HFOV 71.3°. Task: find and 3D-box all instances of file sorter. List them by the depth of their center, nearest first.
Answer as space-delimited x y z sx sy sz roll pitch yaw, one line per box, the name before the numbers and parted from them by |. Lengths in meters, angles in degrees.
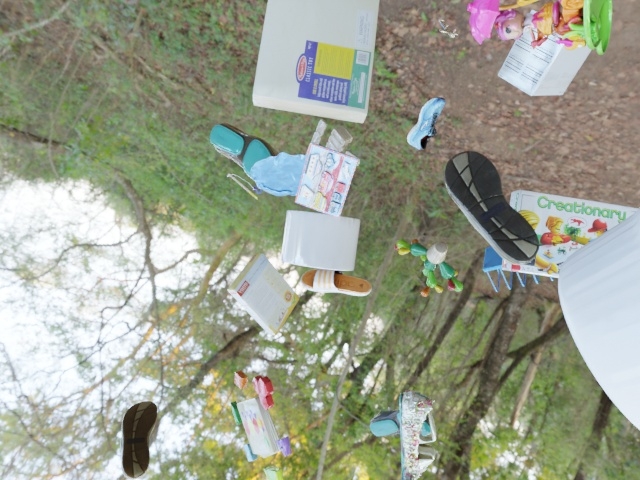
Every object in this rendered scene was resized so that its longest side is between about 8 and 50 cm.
file sorter | 0.591 0.072 1.330 0.170 0.118 0.105 -18 112 34

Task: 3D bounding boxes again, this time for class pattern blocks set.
pattern blocks set | -0.153 0.464 1.116 0.026 0.286 0.324 -14 172 -32

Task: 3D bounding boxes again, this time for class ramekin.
ramekin | 0.409 0.097 0.510 0.277 0.277 0.135 27 135 -22

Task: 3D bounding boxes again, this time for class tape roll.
tape roll | 0.000 0.000 1.456 0.245 0.169 0.246 7 180 0

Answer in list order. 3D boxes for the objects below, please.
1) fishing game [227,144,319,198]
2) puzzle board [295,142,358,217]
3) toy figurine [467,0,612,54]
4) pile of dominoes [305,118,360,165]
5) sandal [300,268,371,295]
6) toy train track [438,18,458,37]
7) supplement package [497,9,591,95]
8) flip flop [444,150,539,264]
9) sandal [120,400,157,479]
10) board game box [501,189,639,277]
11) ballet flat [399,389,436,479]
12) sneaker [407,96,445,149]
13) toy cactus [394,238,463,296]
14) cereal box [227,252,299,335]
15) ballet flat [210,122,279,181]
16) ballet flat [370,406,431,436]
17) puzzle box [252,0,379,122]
fishing game | -0.082 -0.170 1.122 0.263 0.041 0.189 -15 152 25
puzzle board | 0.009 -0.114 0.866 0.096 0.128 0.011 20 -152 5
toy figurine | 0.279 -0.300 0.584 0.159 0.130 0.173 10 177 38
pile of dominoes | 0.041 -0.268 1.483 0.196 0.040 0.251 52 149 12
sandal | 0.061 0.137 1.647 0.265 0.102 0.076 7 136 1
toy train track | 0.295 -0.498 1.038 0.048 0.014 0.083 2 -132 -17
supplement package | 0.706 -0.577 1.384 0.194 0.203 0.149 -14 -130 -34
flip flop | 0.355 -0.068 0.948 0.277 0.112 0.080 60 179 18
sandal | -0.400 0.436 0.976 0.072 0.049 0.180 8 -144 -21
board game box | 0.600 -0.002 1.066 0.305 0.193 0.053 8 178 -3
ballet flat | 0.210 0.436 0.962 0.077 0.241 0.091 2 -161 18
sneaker | 0.315 -0.329 1.270 0.063 0.162 0.073 -6 -134 -33
toy cactus | 0.295 0.058 1.210 0.219 0.112 0.180 49 163 19
cereal box | -0.189 0.184 1.533 0.047 0.173 0.240 -6 129 44
ballet flat | -0.198 -0.254 1.340 0.342 0.116 0.124 34 -165 35
ballet flat | 0.207 0.442 1.105 0.074 0.074 0.203 27 144 -27
puzzle box | -0.003 -0.498 1.083 0.271 0.409 0.052 9 167 -5
